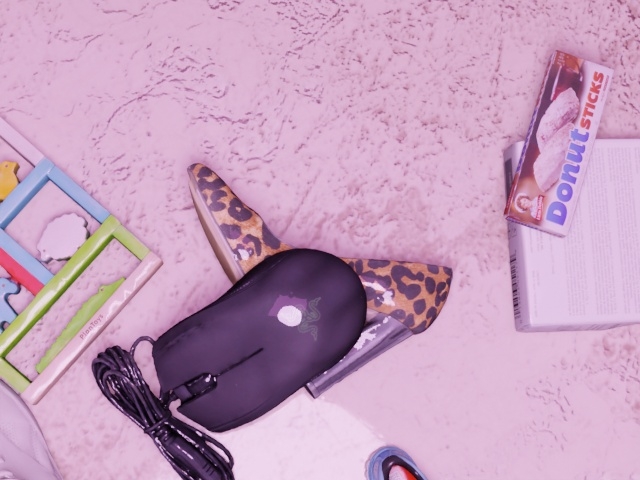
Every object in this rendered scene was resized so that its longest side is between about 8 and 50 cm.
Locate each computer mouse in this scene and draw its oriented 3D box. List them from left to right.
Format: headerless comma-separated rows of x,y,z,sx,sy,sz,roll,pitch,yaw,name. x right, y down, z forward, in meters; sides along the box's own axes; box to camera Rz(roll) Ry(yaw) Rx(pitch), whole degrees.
-0.073,0.117,1.298,0.272,0.072,0.188,-39,95,16,computer mouse

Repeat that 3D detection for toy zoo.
-0.327,-0.004,1.385,0.293,0.030,0.192,40,82,4,toy zoo

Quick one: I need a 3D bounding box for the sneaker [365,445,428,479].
0.096,0.272,1.337,0.063,0.073,0.162,-34,84,-7,sneaker

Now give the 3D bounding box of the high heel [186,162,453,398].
0.000,0.000,1.370,0.186,0.093,0.261,-33,91,-10,high heel

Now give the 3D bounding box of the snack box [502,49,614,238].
0.234,-0.095,1.373,0.064,0.022,0.178,19,78,-5,snack box

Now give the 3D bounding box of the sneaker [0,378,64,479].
-0.302,0.214,1.283,0.108,0.169,0.292,-40,83,-6,sneaker

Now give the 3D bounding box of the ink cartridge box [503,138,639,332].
0.306,-0.006,1.406,0.232,0.066,0.189,-1,81,-11,ink cartridge box
